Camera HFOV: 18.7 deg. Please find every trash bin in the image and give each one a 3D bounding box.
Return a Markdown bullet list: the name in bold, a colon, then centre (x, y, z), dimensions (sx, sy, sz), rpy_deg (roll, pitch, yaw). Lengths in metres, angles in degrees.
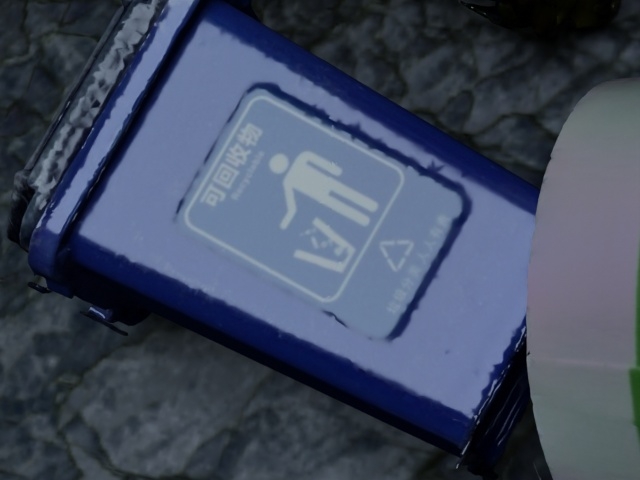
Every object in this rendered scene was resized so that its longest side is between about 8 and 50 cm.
- **trash bin**: centre (0.000, 0.000, 0.880), dimensions (0.235, 0.184, 0.162), rpy_deg (27, 85, 15)

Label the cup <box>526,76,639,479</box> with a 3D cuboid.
- **cup**: centre (0.234, 0.027, 0.734), dimensions (0.274, 0.253, 0.253), rpy_deg (1, 73, 29)

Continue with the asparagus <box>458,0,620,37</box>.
- **asparagus**: centre (0.002, -0.234, 0.976), dimensions (0.382, 0.128, 0.108), rpy_deg (36, 44, 28)
